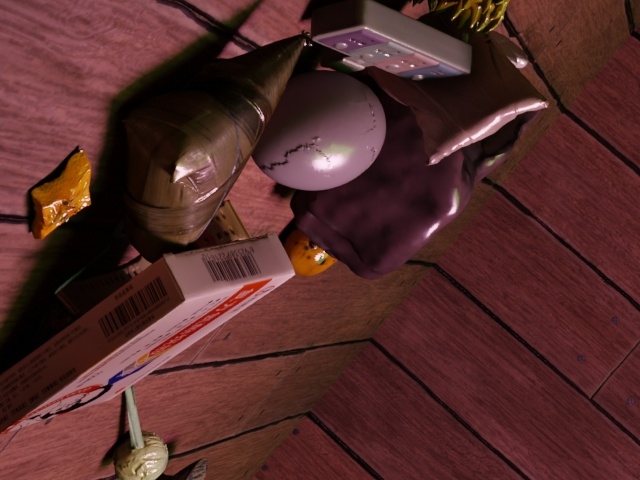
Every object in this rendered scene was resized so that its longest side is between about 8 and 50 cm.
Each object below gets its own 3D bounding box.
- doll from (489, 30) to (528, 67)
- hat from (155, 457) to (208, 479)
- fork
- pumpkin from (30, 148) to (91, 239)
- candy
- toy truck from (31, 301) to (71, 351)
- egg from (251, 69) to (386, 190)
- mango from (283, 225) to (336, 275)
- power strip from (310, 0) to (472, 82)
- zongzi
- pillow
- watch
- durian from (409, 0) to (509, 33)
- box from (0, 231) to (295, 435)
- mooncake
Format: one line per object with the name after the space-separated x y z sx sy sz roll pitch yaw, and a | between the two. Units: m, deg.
0.250 -0.219 2.378 0.271 0.144 0.208 -47 159 15 | doll
-0.322 0.502 2.648 0.265 0.128 0.265 -61 174 -11 | hat
-0.248 0.010 1.582 0.039 0.021 0.235 -58 174 25 | fork
-0.256 -0.039 1.418 0.073 0.035 0.101 -46 166 -25 | pumpkin
-0.301 0.306 2.284 0.335 0.093 0.092 93 -3 -58 | candy
-0.317 0.103 1.668 0.032 0.024 0.083 0 141 -34 | toy truck
-0.006 -0.134 1.729 0.198 0.146 0.146 -25 155 -45 | egg
0.002 -0.002 2.308 0.115 0.090 0.178 -44 175 28 | mango
0.066 -0.241 1.710 0.145 0.061 0.215 -7 164 41 | power strip
-0.115 -0.103 1.528 0.242 0.112 0.221 -42 165 -33 | zongzi
0.162 -0.205 1.821 0.173 0.270 0.067 -33 134 5 | pillow
-0.186 0.022 1.682 0.165 0.102 0.268 -32 177 20 | watch
0.204 -0.387 1.682 0.198 0.163 0.394 -43 162 -34 | durian
-0.219 0.110 1.643 0.353 0.069 0.214 -32 169 32 | box
0.124 -0.114 2.054 0.350 0.212 0.381 -51 178 29 | mooncake
